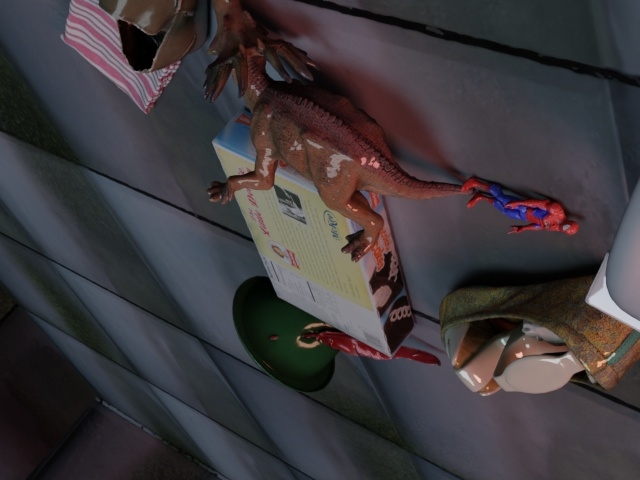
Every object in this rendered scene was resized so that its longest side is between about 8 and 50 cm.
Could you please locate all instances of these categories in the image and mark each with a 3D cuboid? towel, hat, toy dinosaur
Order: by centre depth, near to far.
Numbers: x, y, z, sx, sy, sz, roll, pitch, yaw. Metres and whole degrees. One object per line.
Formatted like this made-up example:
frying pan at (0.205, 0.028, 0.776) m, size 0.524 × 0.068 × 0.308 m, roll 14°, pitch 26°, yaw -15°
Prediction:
toy dinosaur at (-0.004, -0.103, 1.013) m, size 0.296 × 0.127 × 0.200 m, roll 27°, pitch 149°, yaw 16°
towel at (-0.236, -0.222, 1.263) m, size 0.144 × 0.029 × 0.197 m, roll 43°, pitch 158°, yaw -6°
hat at (0.019, 0.090, 1.437) m, size 0.208 × 0.173 × 0.183 m, roll 34°, pitch 128°, yaw -26°

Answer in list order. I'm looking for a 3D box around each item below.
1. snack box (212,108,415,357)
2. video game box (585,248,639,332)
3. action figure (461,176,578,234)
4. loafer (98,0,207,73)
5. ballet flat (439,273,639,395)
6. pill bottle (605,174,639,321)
snack box at (0.000, 0.000, 1.278) m, size 0.187 × 0.060 × 0.322 m, roll 27°, pitch 155°, yaw 28°
video game box at (0.302, 0.043, 0.724) m, size 0.205 × 0.187 × 0.048 m, roll 31°, pitch 120°, yaw 21°
action figure at (0.180, -0.027, 0.986) m, size 0.115 × 0.030 × 0.038 m, roll 19°, pitch 146°, yaw 37°
loafer at (-0.157, -0.237, 1.028) m, size 0.094 × 0.087 × 0.251 m, roll 33°, pitch 158°, yaw 15°
ballet flat at (0.195, 0.104, 1.098) m, size 0.123 × 0.123 × 0.348 m, roll 44°, pitch 158°, yaw -12°
pill bottle at (0.368, 0.029, 0.521) m, size 0.408 × 0.229 × 0.229 m, roll 30°, pitch 157°, yaw 21°
